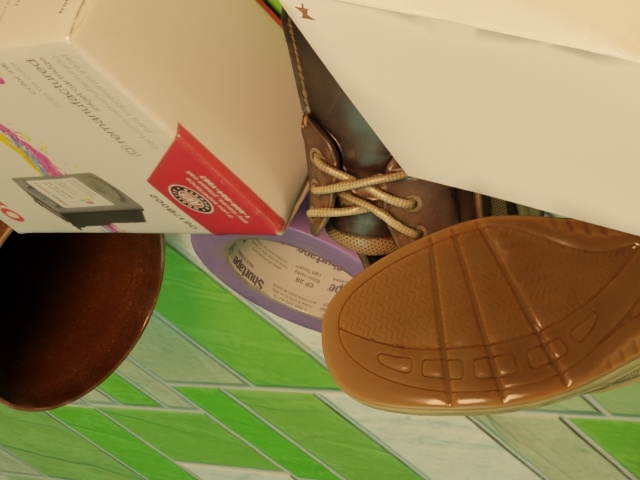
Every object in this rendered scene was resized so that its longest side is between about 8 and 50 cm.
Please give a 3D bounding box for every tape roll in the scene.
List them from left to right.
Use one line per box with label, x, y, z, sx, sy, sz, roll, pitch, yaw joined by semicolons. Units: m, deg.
tape roll;0.000;0.000;1.380;0.189;0.080;0.189;21;158;9

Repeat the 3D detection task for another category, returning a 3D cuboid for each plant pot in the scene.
plant pot;-0.292;0.005;1.560;0.230;0.215;0.215;27;163;35

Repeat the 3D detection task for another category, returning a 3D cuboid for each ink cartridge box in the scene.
ink cartridge box;-0.169;-0.111;1.238;0.306;0.131;0.226;-2;146;45

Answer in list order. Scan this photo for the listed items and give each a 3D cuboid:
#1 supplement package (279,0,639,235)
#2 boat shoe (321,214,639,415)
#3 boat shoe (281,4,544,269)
supplement package;0.129;-0.128;0.772;0.194;0.203;0.149;18;158;39
boat shoe;0.172;0.044;1.111;0.341;0.122;0.110;-13;161;7
boat shoe;0.060;-0.047;1.149;0.132;0.130;0.355;10;154;30
